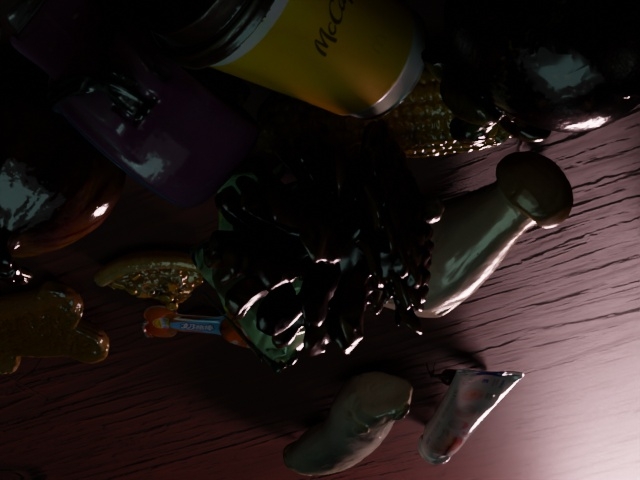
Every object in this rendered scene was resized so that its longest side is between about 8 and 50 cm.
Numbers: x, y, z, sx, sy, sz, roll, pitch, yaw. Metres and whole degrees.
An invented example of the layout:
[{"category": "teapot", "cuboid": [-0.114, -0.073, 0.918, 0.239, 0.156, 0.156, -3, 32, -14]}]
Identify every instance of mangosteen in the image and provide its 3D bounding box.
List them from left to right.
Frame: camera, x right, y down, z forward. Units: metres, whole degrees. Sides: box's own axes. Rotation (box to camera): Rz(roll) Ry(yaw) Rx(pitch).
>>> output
[{"category": "mangosteen", "cuboid": [0.213, -0.190, 1.402, 0.228, 0.228, 0.265, 24, 122, -28]}]

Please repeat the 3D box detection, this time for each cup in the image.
[{"category": "cup", "cuboid": [-0.032, -0.227, 1.420, 0.196, 0.196, 0.280, -28, 142, 36]}]

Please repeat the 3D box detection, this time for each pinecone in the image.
[{"category": "pinecone", "cuboid": [0.002, 0.006, 1.494, 0.264, 0.264, 0.264, 1, 145, 1]}]

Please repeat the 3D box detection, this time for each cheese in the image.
[{"category": "cheese", "cuboid": [-0.129, 0.123, 2.049, 0.256, 0.037, 0.106, 3, 144, -2]}]

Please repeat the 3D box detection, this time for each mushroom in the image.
[{"category": "mushroom", "cuboid": [0.044, 0.295, 2.240, 0.109, 0.097, 0.351, 15, 146, -17]}, {"category": "mushroom", "cuboid": [0.170, 0.009, 1.800, 0.128, 0.128, 0.350, 25, 135, -30]}]

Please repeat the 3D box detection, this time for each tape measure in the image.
[{"category": "tape measure", "cuboid": [-0.180, -0.153, 1.491, 0.149, 0.231, 0.245, -50, 145, 4]}]

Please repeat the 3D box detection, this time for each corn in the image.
[{"category": "corn", "cuboid": [0.084, -0.146, 1.582, 0.322, 0.119, 0.119, -6, 144, 9]}]

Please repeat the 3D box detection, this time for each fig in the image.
[{"category": "fig", "cuboid": [-0.339, -0.083, 1.631, 0.235, 0.214, 0.235, 4, 121, 7]}]

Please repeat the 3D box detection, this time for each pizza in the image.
[{"category": "pizza", "cuboid": [-0.217, 0.056, 1.954, 0.178, 0.041, 0.131, 0, 147, 3]}]

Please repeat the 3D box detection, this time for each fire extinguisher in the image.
[{"category": "fire extinguisher", "cuboid": [0.208, 0.205, 2.143, 0.100, 0.046, 0.032, 5, 104, -13]}]

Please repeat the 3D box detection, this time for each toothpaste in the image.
[{"category": "toothpaste", "cuboid": [0.213, 0.259, 2.174, 0.100, 0.066, 0.323, 5, 152, -9]}]

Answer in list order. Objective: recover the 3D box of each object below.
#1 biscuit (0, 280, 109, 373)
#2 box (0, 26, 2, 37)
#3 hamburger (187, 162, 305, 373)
[{"category": "biscuit", "cuboid": [-0.464, 0.119, 2.053, 0.302, 0.049, 0.197, -7, 135, 11]}, {"category": "box", "cuboid": [-0.479, -0.238, 1.550, 0.235, 0.034, 0.132, -10, 143, 16]}, {"category": "hamburger", "cuboid": [-0.030, -0.003, 1.697, 0.276, 0.260, 0.150, -34, 128, 10]}]
